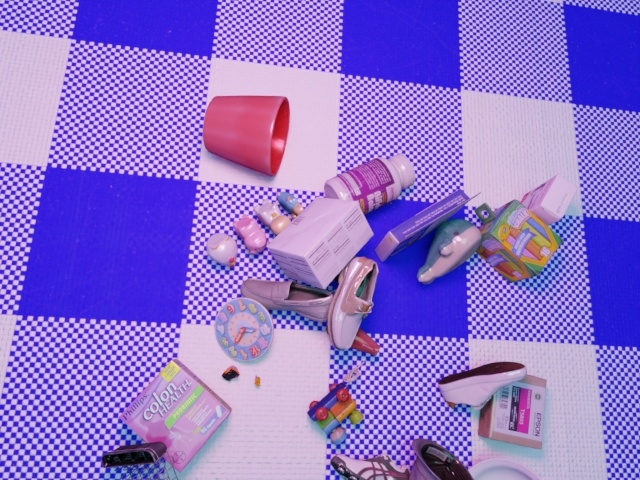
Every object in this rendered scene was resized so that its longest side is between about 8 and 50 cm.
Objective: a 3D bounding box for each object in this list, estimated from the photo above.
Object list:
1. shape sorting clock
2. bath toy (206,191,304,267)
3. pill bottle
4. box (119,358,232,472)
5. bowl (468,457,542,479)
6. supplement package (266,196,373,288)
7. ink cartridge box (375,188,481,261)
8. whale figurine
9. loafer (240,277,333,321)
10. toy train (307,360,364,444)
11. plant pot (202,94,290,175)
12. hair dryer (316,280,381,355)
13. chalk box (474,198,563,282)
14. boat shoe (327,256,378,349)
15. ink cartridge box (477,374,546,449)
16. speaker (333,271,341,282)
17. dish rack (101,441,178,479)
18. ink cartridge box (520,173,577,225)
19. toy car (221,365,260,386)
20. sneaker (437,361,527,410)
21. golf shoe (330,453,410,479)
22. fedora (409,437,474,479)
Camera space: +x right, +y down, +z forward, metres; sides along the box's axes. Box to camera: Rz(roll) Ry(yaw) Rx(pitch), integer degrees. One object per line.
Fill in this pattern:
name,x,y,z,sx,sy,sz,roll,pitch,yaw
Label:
shape sorting clock,-0.249,0.287,1.487,0.206,0.040,0.206,1,94,12
bath toy,-0.215,-0.021,1.562,0.348,0.151,0.129,-34,129,-16
pill bottle,0.178,-0.193,1.634,0.302,0.169,0.169,-26,82,-13
box,-0.431,0.522,1.398,0.243,0.117,0.213,41,75,3
bowl,0.586,0.852,1.440,0.298,0.134,0.297,-18,50,23
supplement package,0.000,0.000,1.492,0.262,0.204,0.145,-46,124,-25
ink cartridge box,0.348,-0.061,1.556,0.304,0.307,0.072,-29,77,-14
whale figurine,0.432,0.035,1.617,0.272,0.216,0.141,-44,66,10
loafer,-0.108,0.172,1.504,0.320,0.111,0.112,12,36,7
toy train,0.093,0.529,1.492,0.248,0.105,0.143,-37,95,-15
plant pot,-0.253,-0.374,1.575,0.243,0.275,0.274,11,75,4
hair dryer,0.114,0.251,1.529,0.224,0.080,0.293,-25,85,17
chalk box,0.674,-0.015,1.665,0.289,0.180,0.179,41,74,3
boat shoe,0.105,0.197,1.444,0.113,0.103,0.302,19,79,-47
ink cartridge box,0.655,0.569,1.571,0.193,0.088,0.234,13,74,-5
speaker,0.021,0.100,1.600,0.136,0.055,0.055,25,74,-3
dish rack,-0.484,0.703,1.305,0.208,0.074,0.271,-17,94,26
ink cartridge box,0.812,-0.126,1.690,0.092,0.218,0.158,35,74,1
toy car,-0.256,0.443,1.496,0.122,0.060,0.040,32,29,-17
sneaker,0.548,0.486,1.524,0.290,0.106,0.123,-24,89,27
golf shoe,0.160,0.729,1.463,0.273,0.105,0.120,29,59,-7
fedora,0.356,0.739,1.415,0.244,0.275,0.124,37,97,19
